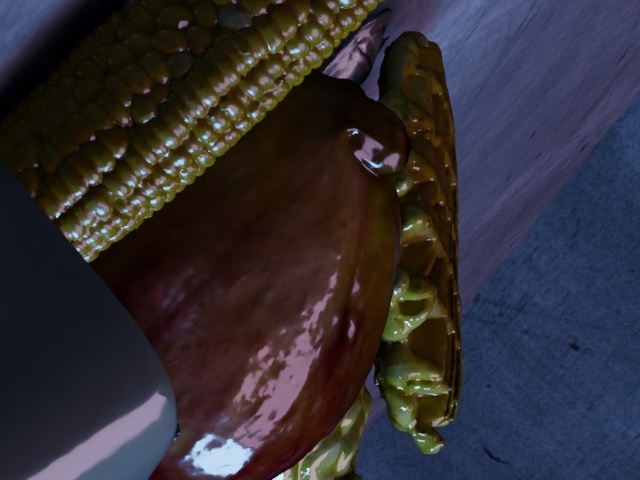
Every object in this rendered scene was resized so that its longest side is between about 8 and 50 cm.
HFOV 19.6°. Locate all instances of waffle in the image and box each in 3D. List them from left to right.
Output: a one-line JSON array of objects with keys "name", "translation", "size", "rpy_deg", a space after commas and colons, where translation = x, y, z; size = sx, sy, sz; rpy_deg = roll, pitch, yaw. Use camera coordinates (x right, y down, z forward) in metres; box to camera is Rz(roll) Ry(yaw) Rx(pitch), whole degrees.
[{"name": "waffle", "translation": [0.072, -0.003, 1.366], "size": [0.282, 0.058, 0.301], "rpy_deg": [78, 14, -47]}]

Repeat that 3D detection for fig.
[{"name": "fig", "translation": [-0.058, 0.019, 1.086], "size": [0.224, 0.224, 0.263], "rpy_deg": [-17, 124, -71]}]

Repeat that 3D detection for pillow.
[{"name": "pillow", "translation": [-0.033, -0.075, 1.306], "size": [0.232, 0.038, 0.130], "rpy_deg": [-45, 179, -7]}]

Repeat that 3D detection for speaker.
[{"name": "speaker", "translation": [-0.222, 0.128, 0.857], "size": [0.184, 0.183, 0.406], "rpy_deg": [-35, 171, -30]}]

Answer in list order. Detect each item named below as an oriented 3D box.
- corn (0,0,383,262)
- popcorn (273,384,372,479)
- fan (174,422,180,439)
[{"name": "corn", "translation": [-0.067, -0.088, 0.944], "size": [0.313, 0.102, 0.102], "rpy_deg": [-47, 170, -2]}, {"name": "popcorn", "translation": [-0.065, 0.122, 1.304], "size": [0.237, 0.251, 0.206], "rpy_deg": [-35, 169, 32]}, {"name": "fan", "translation": [-0.156, 0.075, 1.002], "size": [0.005, 0.175, 0.113], "rpy_deg": [-39, 146, -71]}]
